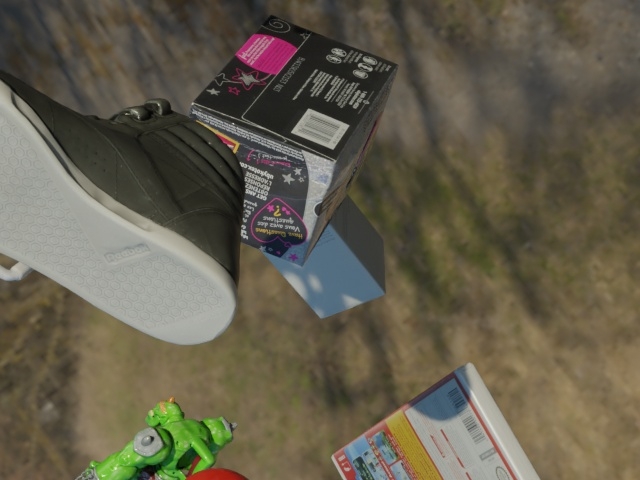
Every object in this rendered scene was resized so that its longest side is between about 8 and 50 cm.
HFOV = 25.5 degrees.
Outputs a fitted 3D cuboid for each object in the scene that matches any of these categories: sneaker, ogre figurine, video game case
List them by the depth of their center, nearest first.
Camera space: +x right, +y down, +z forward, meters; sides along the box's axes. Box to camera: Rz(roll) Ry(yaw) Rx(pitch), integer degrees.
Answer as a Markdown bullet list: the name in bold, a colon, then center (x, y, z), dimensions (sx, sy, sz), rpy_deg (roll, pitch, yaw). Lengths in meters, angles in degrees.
- **sneaker**: center (-0.171, -0.060, 0.950), dimensions (0.296, 0.104, 0.147), rpy_deg (36, -148, -16)
- **video game case**: center (0.131, 0.271, 1.510), dimensions (0.204, 0.025, 0.285), rpy_deg (60, 143, 11)
- **ogre figurine**: center (-0.166, 0.235, 1.515), dimensions (0.197, 0.118, 0.097), rpy_deg (18, -142, -38)

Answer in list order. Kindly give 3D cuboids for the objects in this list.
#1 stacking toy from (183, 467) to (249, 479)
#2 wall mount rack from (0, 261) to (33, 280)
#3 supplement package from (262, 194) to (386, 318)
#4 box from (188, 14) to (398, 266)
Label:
- **stacking toy**: center (-0.085, 0.270, 1.138), dimensions (0.141, 0.141, 0.330), rpy_deg (57, -177, -15)
- **wall mount rack**: center (-0.351, -0.007, 1.700), dimensions (0.130, 0.304, 0.350), rpy_deg (35, 134, -2)
- **supplement package**: center (0.000, 0.000, 1.861), dimensions (0.179, 0.105, 0.105), rpy_deg (51, -154, -38)
- **box**: center (-0.035, -0.108, 1.498), dimensions (0.163, 0.247, 0.142), rpy_deg (22, 125, 6)
